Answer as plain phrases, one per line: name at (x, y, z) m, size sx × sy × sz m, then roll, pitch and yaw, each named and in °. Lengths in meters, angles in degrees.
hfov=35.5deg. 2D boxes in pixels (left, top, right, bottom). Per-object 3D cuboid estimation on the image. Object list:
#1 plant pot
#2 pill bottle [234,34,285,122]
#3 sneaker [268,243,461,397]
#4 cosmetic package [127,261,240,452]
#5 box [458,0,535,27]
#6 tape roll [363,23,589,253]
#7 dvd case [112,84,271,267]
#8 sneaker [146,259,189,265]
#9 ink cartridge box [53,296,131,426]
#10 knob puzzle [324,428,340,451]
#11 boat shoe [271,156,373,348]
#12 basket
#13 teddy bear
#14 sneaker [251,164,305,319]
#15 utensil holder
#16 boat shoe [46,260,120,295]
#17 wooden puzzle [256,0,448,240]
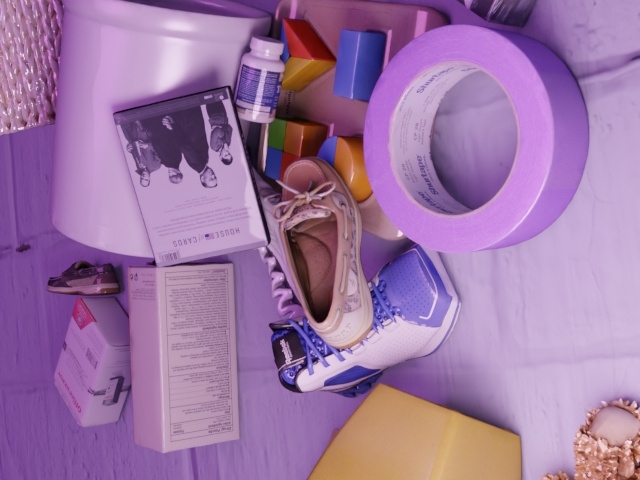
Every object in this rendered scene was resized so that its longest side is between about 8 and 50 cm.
plant pot at (0.132, 0.299, 1.256) m, size 0.212 × 0.212 × 0.187 m, roll 14°, pitch 80°, yaw 49°
pill bottle at (-0.090, -0.241, 1.493) m, size 0.067 × 0.067 × 0.120 m, roll 32°, pitch 116°, yaw 44°
sneaker at (0.038, 0.136, 1.374) m, size 0.315 × 0.182 × 0.127 m, roll -47°, pitch 59°, yaw 40°
cosmetic package at (-0.235, 0.194, 1.721) m, size 0.113 × 0.160 × 0.310 m, roll 0°, pitch 91°, yaw 51°
box at (0.187, -0.447, 1.249) m, size 0.307 × 0.076 × 0.242 m, roll 49°, pitch 127°, yaw 37°
tape roll at (0.185, -0.123, 1.230) m, size 0.274 × 0.090 × 0.275 m, roll 3°, pitch 95°, yaw 42°
dvd case at (-0.186, -0.090, 1.459) m, size 0.179 × 0.029 × 0.239 m, roll -11°, pitch 105°, yaw 11°
sneaker at (-0.296, 0.045, 1.853) m, size 0.098 × 0.069 × 0.038 m, roll -18°, pitch 77°, yaw 49°
ink cartridge box at (-0.454, 0.246, 2.034) m, size 0.158 × 0.092 × 0.218 m, roll 47°, pitch 124°, yaw 38°
knob puzzle at (0.064, 0.389, 1.456) m, size 0.213 × 0.030 × 0.213 m, roll -17°, pitch 64°, yaw 37°
boat shoe at (0.000, 0.000, 1.320) m, size 0.104 × 0.089 × 0.285 m, roll -27°, pitch 60°, yaw 17°
basket at (-0.534, -0.383, 1.852) m, size 0.331 × 0.266 × 0.328 m, roll -133°, pitch 34°, yaw -69°
teddy bear at (0.329, 0.346, 1.115) m, size 0.245 × 0.113 × 0.338 m, roll 5°, pitch 88°, yaw 43°
sneaker at (-0.054, -0.015, 1.522) m, size 0.118 × 0.110 × 0.292 m, roll -36°, pitch 83°, yaw 34°
utensil holder at (-0.268, -0.203, 1.623) m, size 0.327 × 0.327 × 0.386 m, roll 30°, pitch 117°, yaw 45°
boat shoe at (-0.495, 0.079, 2.092) m, size 0.223 × 0.080 × 0.073 m, roll -1°, pitch 85°, yaw 45°
wooden puzzle at (0.017, -0.191, 1.461) m, size 0.348 × 0.080 × 0.322 m, roll 21°, pitch 107°, yaw 47°
